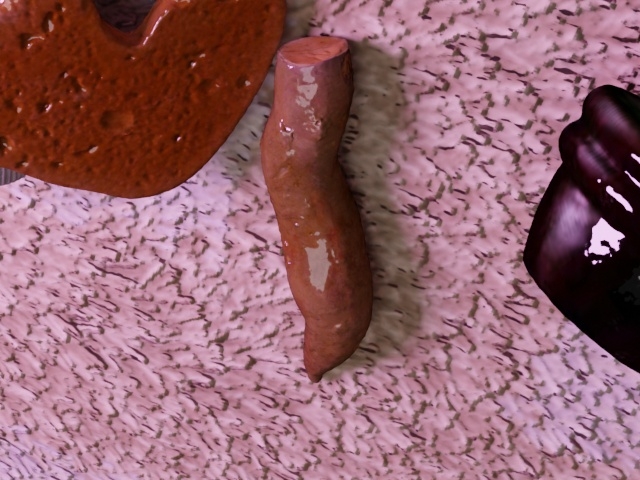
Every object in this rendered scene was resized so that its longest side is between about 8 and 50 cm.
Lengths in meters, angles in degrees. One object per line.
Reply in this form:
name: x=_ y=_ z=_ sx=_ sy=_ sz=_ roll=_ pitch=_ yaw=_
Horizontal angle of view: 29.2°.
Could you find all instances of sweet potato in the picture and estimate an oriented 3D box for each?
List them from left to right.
sweet potato: x=0.000 y=0.000 z=0.842 sx=0.067 sy=0.059 sz=0.281 roll=8 pitch=122 yaw=24

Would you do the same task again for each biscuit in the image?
biscuit: x=-0.127 y=-0.113 z=0.766 sx=0.192 sy=0.036 sz=0.186 roll=13 pitch=122 yaw=-36

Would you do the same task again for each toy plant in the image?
toy plant: x=0.224 y=-0.044 z=0.674 sx=0.218 sy=0.175 sz=0.235 roll=25 pitch=113 yaw=-32

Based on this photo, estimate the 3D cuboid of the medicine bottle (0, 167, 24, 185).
medicine bottle: x=-0.230 y=-0.135 z=0.814 sx=0.132 sy=0.088 sz=0.188 roll=14 pitch=125 yaw=6
